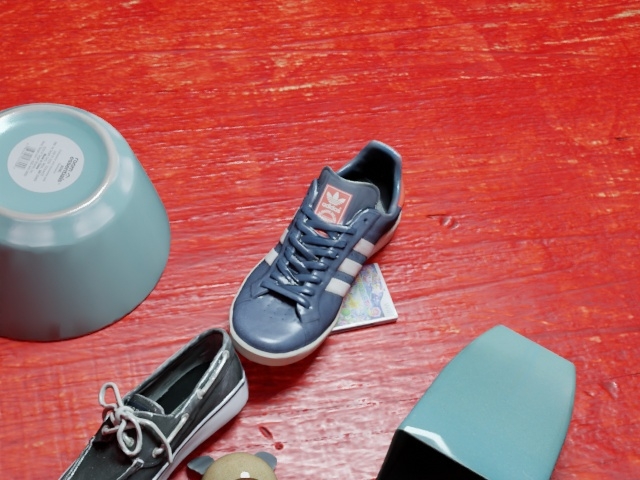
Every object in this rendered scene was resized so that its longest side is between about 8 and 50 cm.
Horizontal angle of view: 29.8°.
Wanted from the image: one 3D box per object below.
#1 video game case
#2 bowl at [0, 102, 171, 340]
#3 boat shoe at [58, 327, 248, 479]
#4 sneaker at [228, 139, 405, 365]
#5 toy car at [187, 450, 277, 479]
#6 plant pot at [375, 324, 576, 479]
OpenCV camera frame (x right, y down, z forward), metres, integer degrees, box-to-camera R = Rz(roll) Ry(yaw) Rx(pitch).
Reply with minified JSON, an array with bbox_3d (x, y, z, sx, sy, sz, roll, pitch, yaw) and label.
[{"bbox_3d":[0.028,0.076,1.535,0.122,0.011,0.087,-10,56,-16],"label":"video game case"},{"bbox_3d":[-0.340,-0.048,1.477,0.312,0.163,0.311,4,55,-5],"label":"bowl"},{"bbox_3d":[-0.198,0.212,1.327,0.113,0.104,0.306,26,51,38],"label":"boat shoe"},{"bbox_3d":[0.000,0.000,1.479,0.131,0.148,0.350,25,48,12],"label":"sneaker"},{"bbox_3d":[-0.089,0.294,1.315,0.155,0.148,0.188,0,26,-13],"label":"toy car"},{"bbox_3d":[0.191,0.221,1.367,0.166,0.165,0.234,29,47,13],"label":"plant pot"}]
